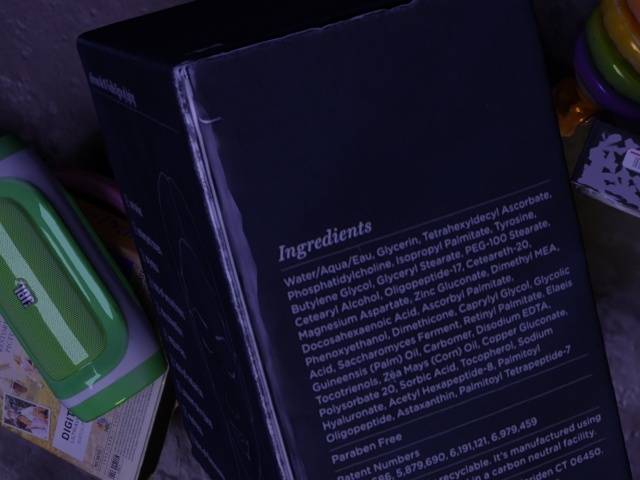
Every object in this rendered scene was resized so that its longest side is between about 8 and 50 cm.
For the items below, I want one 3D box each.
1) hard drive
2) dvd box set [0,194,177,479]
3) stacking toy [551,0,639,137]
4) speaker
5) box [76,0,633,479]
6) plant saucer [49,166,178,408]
[{"bbox_3d":[0.346,-0.027,1.227,0.237,0.339,0.064,23,98,13],"label":"hard drive"},{"bbox_3d":[-0.347,0.075,1.647,0.420,0.062,0.307,25,118,14],"label":"dvd box set"},{"bbox_3d":[0.293,-0.176,1.317,0.165,0.175,0.302,50,132,3],"label":"stacking toy"},{"bbox_3d":[-0.284,0.040,1.497,0.131,0.131,0.296,-31,95,31],"label":"speaker"},{"bbox_3d":[0.009,0.013,1.285,0.297,0.480,0.471,-20,106,-14],"label":"box"},{"bbox_3d":[-0.272,0.066,1.694,0.332,0.084,0.332,9,114,22],"label":"plant saucer"}]
